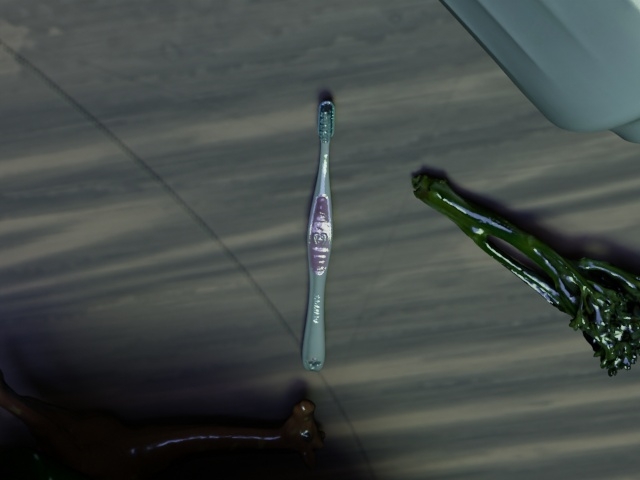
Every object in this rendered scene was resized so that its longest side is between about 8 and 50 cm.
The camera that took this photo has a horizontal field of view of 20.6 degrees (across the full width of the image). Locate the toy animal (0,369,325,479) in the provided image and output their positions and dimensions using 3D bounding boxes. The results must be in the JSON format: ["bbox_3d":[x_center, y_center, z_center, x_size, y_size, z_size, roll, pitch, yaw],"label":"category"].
[{"bbox_3d":[-0.140,0.143,1.235,0.230,0.066,0.224,32,120,-24],"label":"toy animal"}]

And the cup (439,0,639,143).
[{"bbox_3d":[0.146,-0.237,0.906,0.327,0.323,0.237,45,68,-14],"label":"cup"}]

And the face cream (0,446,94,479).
[{"bbox_3d":[-0.093,0.302,1.153,0.357,0.219,0.312,31,114,-26],"label":"face cream"}]

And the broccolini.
[{"bbox_3d":[0.144,0.021,1.159,0.201,0.058,0.074,28,107,-10],"label":"broccolini"}]

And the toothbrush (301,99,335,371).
[{"bbox_3d":[0.000,0.000,1.183,0.017,0.022,0.204,6,119,5],"label":"toothbrush"}]
